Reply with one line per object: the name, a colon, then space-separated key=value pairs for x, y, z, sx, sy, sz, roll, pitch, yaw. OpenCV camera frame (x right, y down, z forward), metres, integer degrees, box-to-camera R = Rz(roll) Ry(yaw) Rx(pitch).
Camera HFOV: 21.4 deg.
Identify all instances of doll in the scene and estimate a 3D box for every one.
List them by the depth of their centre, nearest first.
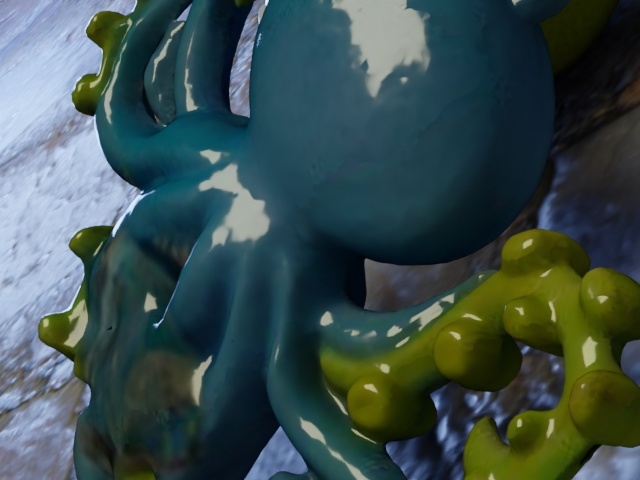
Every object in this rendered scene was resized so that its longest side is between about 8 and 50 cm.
doll: x=0.000 y=0.000 z=0.712 sx=0.341 sy=0.098 sz=0.346 roll=-49 pitch=50 yaw=27

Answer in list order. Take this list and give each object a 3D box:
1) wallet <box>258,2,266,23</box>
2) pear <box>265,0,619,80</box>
wallet: x=0.008 y=-0.183 z=1.191 sx=0.122 sy=0.025 sz=0.061 roll=-36 pitch=22 yaw=20
pear: x=0.056 y=-0.143 z=0.834 sx=0.220 sy=0.187 sz=0.187 roll=-48 pitch=22 yaw=-18
